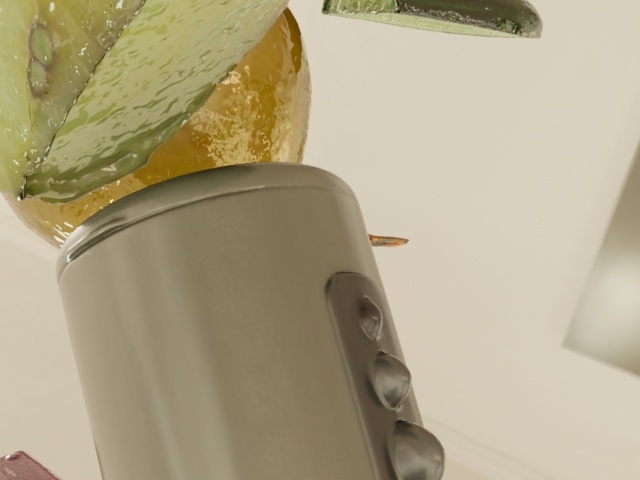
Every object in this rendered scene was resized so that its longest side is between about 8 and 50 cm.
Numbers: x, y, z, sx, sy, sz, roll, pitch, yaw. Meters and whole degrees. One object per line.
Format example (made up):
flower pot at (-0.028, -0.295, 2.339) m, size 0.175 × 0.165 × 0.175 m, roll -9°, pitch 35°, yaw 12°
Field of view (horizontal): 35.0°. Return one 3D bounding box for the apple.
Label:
apple at (-0.130, -0.157, 0.577) m, size 0.254 × 0.346 × 0.179 m, roll 13°, pitch -125°, yaw -29°

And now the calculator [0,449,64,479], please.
calculator at (-0.299, 0.264, 0.979) m, size 0.126 × 0.034 × 0.190 m, roll -21°, pitch -149°, yaw -38°

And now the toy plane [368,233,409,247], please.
toy plane at (0.000, 0.002, 1.110) m, size 0.188 × 0.135 × 0.062 m, roll 2°, pitch 168°, yaw -5°

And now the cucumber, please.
cucumber at (0.135, -0.251, 1.070) m, size 0.243 × 0.063 × 0.115 m, roll 2°, pitch -171°, yaw -34°

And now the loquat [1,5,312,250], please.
loquat at (-0.182, -0.128, 0.922) m, size 0.328 × 0.329 × 0.359 m, roll 29°, pitch -161°, yaw 39°

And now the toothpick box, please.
toothpick box at (-0.028, 0.125, 0.638) m, size 0.229 × 0.229 × 0.317 m, roll 4°, pitch -118°, yaw -48°
